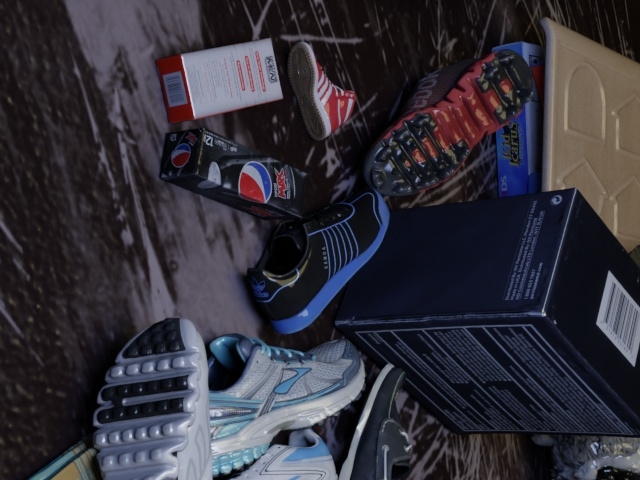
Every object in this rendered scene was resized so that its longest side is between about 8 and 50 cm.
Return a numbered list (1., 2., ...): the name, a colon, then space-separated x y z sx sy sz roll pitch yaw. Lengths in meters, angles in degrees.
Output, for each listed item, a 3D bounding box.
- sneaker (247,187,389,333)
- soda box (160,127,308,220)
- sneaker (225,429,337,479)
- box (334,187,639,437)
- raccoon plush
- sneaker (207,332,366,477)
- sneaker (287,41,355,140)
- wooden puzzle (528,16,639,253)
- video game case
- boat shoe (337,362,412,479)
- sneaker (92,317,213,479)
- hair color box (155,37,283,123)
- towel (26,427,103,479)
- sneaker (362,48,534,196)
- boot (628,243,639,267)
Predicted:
1. sneaker: 0.000 0.000 1.448 0.232 0.081 0.090 -53 129 -37
2. soda box: -0.090 -0.069 1.365 0.169 0.060 0.053 21 72 -46
3. sneaker: -0.071 0.260 1.344 0.237 0.085 0.086 -13 70 -56
4. box: 0.231 0.097 1.541 0.296 0.294 0.182 44 53 -37
5. raccoon plush: 0.458 0.310 1.931 0.299 0.216 0.446 56 18 -11
6. sneaker: -0.056 0.148 1.353 0.283 0.110 0.122 -26 103 -47
7. sneaker: 0.002 -0.185 1.495 0.067 0.042 0.118 -34 120 -41
8. wooden puzzle: 0.392 -0.118 1.824 0.322 0.081 0.347 12 74 -48
9. video game case: 0.349 -0.144 1.874 0.244 0.061 0.269 1 86 -48
10. boat shoe: 0.070 0.249 1.481 0.084 0.079 0.233 98 9 -51
11. sneaker: -0.148 0.220 1.202 0.118 0.110 0.292 38 51 -58
12. hair color box: -0.107 -0.174 1.368 0.141 0.043 0.072 -19 101 -47
13. towel: -0.253 0.358 1.161 0.370 0.040 0.271 -36 114 -46
14. sneaker: 0.142 -0.145 1.601 0.276 0.135 0.097 -40 113 -25
15. boot: 0.434 0.126 1.805 0.236 0.269 0.089 6 44 -44
